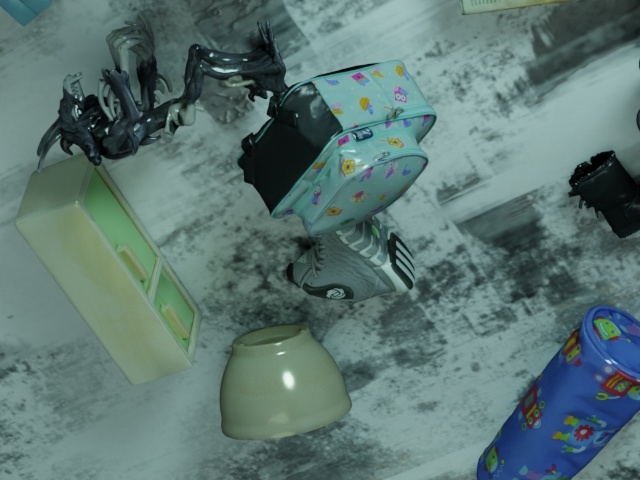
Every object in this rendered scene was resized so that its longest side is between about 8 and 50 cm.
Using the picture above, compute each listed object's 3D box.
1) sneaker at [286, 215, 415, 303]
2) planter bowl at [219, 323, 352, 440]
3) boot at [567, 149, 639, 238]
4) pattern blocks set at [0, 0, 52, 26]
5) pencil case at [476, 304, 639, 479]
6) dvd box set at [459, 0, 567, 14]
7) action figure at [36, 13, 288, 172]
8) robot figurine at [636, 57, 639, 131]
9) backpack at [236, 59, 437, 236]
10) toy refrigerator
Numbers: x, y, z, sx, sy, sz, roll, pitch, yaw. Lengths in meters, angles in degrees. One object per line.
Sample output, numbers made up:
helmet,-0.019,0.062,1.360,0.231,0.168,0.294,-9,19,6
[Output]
sneaker,0.000,0.000,1.842,0.132,0.086,0.228,-24,124,25
planter bowl,-0.051,0.164,1.946,0.162,0.162,0.109,-9,100,12
boot,0.345,-0.063,1.787,0.121,0.045,0.099,-33,116,28
pattern blocks set,-0.449,-0.316,1.663,0.285,0.026,0.325,-24,123,22
pencil case,0.311,0.214,1.963,0.133,0.119,0.306,15,129,-21
dvd box set,0.318,-0.384,1.519,0.420,0.062,0.307,-7,127,11
action figure,-0.179,-0.166,1.672,0.276,0.164,0.141,-18,108,-3
robot figurine,0.462,-0.143,1.613,0.278,0.173,0.209,3,125,16
backpack,0.032,-0.102,1.682,0.144,0.188,0.166,50,138,12
toy refrigerator,-0.239,0.035,1.878,0.094,0.102,0.269,-18,124,18
